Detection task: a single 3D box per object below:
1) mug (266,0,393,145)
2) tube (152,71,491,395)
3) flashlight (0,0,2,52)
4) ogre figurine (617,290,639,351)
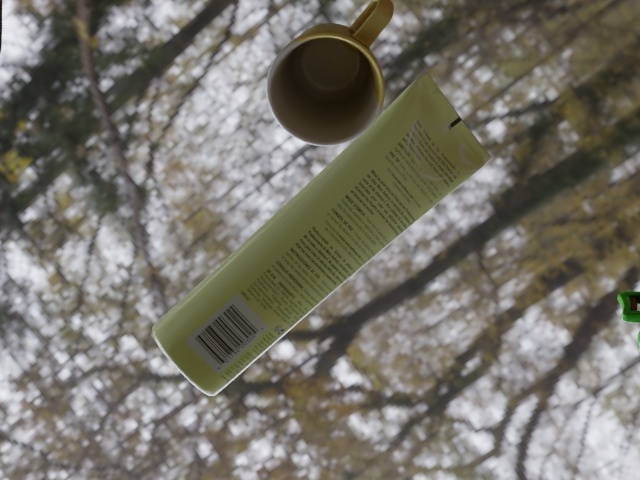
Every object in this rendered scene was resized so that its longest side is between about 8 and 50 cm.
[{"bbox_3d":[0.012,-0.093,0.770,0.064,0.078,0.062,-80,-30,-68],"label":"mug"},{"bbox_3d":[0.000,0.000,0.904,0.062,0.240,0.070,49,-176,7],"label":"tube"},{"bbox_3d":[-0.259,-0.252,0.899,0.103,0.103,0.304,4,-114,-27],"label":"flashlight"},{"bbox_3d":[0.373,0.085,1.499,0.118,0.097,0.197,-104,-6,-59],"label":"ogre figurine"}]
